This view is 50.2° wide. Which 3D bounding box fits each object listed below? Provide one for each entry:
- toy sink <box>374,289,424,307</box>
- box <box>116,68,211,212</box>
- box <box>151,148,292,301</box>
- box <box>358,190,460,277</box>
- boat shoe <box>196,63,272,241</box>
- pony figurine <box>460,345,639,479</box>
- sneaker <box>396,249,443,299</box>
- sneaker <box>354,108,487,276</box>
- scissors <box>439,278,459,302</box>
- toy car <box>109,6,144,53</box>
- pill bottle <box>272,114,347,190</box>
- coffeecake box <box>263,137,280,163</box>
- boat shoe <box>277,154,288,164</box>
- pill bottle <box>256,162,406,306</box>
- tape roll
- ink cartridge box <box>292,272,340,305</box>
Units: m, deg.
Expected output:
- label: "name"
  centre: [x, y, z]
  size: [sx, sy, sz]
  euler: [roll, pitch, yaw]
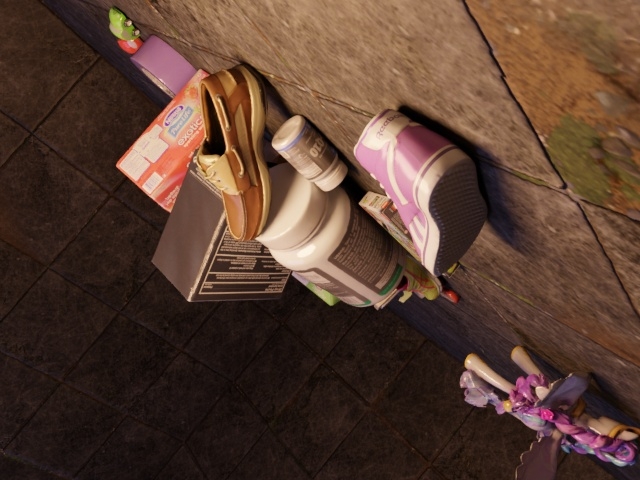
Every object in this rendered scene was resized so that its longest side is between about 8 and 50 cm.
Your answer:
- label: "toy sink"
  centre: [0.172, 0.111, 1.918]
  size: [0.234, 0.131, 0.153]
  euler: [45, 177, 8]
- label: "box"
  centre: [-0.297, -0.218, 1.569]
  size: [0.154, 0.300, 0.142]
  euler: [37, 175, 30]
- label: "box"
  centre: [-0.185, -0.028, 1.572]
  size: [0.296, 0.294, 0.182]
  euler: [5, -154, -49]
- label: "box"
  centre: [0.176, -0.013, 1.357]
  size: [0.207, 0.036, 0.114]
  euler: [42, 175, -22]
- label: "boat shoe"
  centre: [-0.169, -0.152, 1.241]
  size: [0.122, 0.119, 0.324]
  euler: [26, 125, 48]
- label: "pony figurine"
  centre: [0.475, 0.363, 1.445]
  size: [0.350, 0.303, 0.363]
  euler: [1, -160, -39]
- label: "sneaker"
  centre: [0.218, 0.090, 1.626]
  size: [0.081, 0.094, 0.208]
  euler: [33, 168, 47]
- label: "sneaker"
  centre: [0.125, -0.068, 0.883]
  size: [0.161, 0.102, 0.282]
  euler: [42, 167, 29]
- label: "scissors"
  centre: [0.271, 0.099, 1.816]
  size: [0.109, 0.021, 0.297]
  euler: [42, 175, -20]
- label: "toy car"
  centre: [-0.491, -0.523, 1.782]
  size: [0.239, 0.053, 0.225]
  euler: [38, 176, 21]
- label: "pill bottle"
  centre: [-0.017, -0.158, 1.257]
  size: [0.137, 0.078, 0.078]
  euler: [42, 176, -28]
- label: "coffeecake box"
  centre: [-0.119, -0.199, 1.814]
  size: [0.185, 0.068, 0.142]
  euler: [37, 174, 32]
- label: "boat shoe"
  centre: [-0.033, -0.160, 1.568]
  size: [0.072, 0.068, 0.190]
  euler: [28, -167, -33]
- label: "pill bottle"
  centre: [0.015, -0.008, 1.454]
  size: [0.204, 0.204, 0.361]
  euler: [36, -179, 43]
- label: "tape roll"
  centre: [-0.373, -0.416, 1.697]
  size: [0.189, 0.080, 0.189]
  euler: [40, 177, 3]
- label: "ink cartridge box"
  centre: [0.000, 0.000, 1.768]
  size: [0.198, 0.114, 0.273]
  euler: [37, 144, 35]
